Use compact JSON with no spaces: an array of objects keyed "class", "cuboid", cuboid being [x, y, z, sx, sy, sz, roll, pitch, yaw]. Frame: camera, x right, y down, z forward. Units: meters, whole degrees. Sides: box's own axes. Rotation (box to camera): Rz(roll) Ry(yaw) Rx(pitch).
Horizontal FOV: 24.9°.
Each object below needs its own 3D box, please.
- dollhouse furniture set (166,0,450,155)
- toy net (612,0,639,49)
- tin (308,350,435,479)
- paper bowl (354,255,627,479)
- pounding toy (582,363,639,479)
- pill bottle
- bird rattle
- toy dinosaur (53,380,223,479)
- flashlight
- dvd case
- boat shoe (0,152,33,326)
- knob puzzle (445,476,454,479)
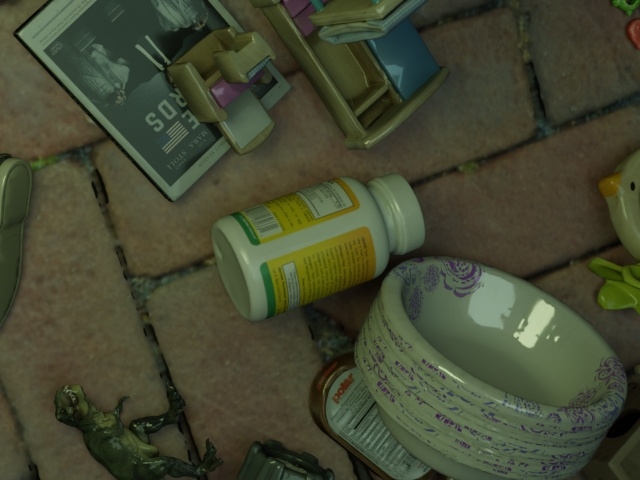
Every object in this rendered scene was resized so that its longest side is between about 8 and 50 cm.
[{"class":"dollhouse furniture set","cuboid":[0.065,-0.178,1.406,0.286,0.303,0.198,-43,112,-21]},{"class":"toy net","cuboid":[0.440,-0.237,1.704,0.122,0.045,0.232,-42,112,-9]},{"class":"tin","cuboid":[0.070,0.205,1.652,0.189,0.040,0.106,41,80,-23]},{"class":"paper bowl","cuboid":[0.171,0.152,1.553,0.284,0.284,0.148,12,120,-23]},{"class":"pounding toy","cuboid":[0.404,0.217,1.761,0.206,0.094,0.181,-44,108,-18]},{"class":"pill bottle","cuboid":[0.000,0.000,1.538,0.208,0.117,0.117,-20,107,-17]},{"class":"bird rattle","cuboid":[0.434,-0.023,1.706,0.253,0.143,0.207,-28,93,-17]},{"class":"toy dinosaur","cuboid":[-0.179,0.229,1.547,0.118,0.064,0.268,-34,113,-5]},{"class":"flashlight","cuboid":[-0.085,0.375,1.592,0.103,0.103,0.304,25,95,19]},{"class":"dvd case","cuboid":[-0.167,-0.184,1.483,0.179,0.029,0.239,-45,112,-7]},{"class":"boat shoe","cuboid":[-0.341,0.010,1.448,0.065,0.075,0.206,18,102,19]},{"class":"knob puzzle","cuboid":[0.234,0.224,1.706,0.213,0.030,0.213,-6,101,-31]}]
